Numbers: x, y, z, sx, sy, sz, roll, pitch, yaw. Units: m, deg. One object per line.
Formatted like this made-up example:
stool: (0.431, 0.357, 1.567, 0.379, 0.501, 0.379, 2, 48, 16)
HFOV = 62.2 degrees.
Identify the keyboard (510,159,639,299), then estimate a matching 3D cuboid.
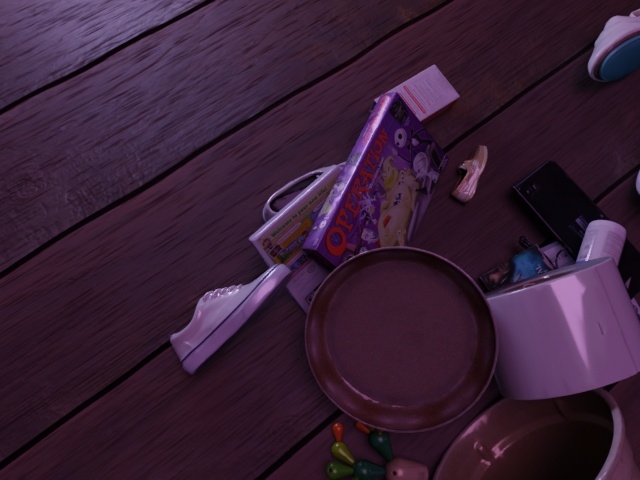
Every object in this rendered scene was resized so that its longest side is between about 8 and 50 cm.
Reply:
keyboard: (0.500, 0.004, 1.064, 0.202, 0.033, 0.317, -35, 79, -15)

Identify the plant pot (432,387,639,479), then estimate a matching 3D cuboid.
plant pot: (0.397, 0.444, 0.827, 0.334, 0.334, 0.305, -41, 94, -16)

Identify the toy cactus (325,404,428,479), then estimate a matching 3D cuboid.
toy cactus: (0.100, 0.390, 0.905, 0.181, 0.112, 0.218, 9, 64, -14)

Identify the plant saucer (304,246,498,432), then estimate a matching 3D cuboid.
plant saucer: (0.130, 0.161, 0.877, 0.311, 0.050, 0.310, 1, 96, 12)

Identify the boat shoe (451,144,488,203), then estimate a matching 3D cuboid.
boat shoe: (0.308, -0.144, 1.101, 0.045, 0.050, 0.135, 24, 73, -6)

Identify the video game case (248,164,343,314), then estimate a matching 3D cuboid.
video game case: (0.000, 0.000, 0.980, 0.212, 0.023, 0.193, -42, 120, -15)

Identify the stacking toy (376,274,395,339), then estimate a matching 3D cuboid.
stacking toy: (0.148, 0.180, 0.930, 0.221, 0.052, 0.167, 38, 105, -5)

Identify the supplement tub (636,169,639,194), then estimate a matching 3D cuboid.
supplement tub: (0.821, -0.105, 1.079, 0.272, 0.191, 0.191, 33, 73, 3)

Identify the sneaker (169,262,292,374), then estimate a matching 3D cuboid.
sneaker: (-0.163, 0.119, 0.914, 0.258, 0.094, 0.091, -43, 81, 5)

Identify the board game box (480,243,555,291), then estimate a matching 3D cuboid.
board game box: (0.412, 0.117, 1.021, 0.126, 0.026, 0.186, -34, 79, 16)

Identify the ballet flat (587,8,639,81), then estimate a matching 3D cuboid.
ballet flat: (0.736, -0.472, 1.221, 0.400, 0.139, 0.139, -23, 78, -17)

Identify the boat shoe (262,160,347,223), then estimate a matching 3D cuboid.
boat shoe: (0.012, -0.101, 1.032, 0.268, 0.088, 0.096, -20, 77, -12)

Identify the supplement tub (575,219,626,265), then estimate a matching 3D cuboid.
supplement tub: (0.532, 0.023, 1.008, 0.071, 0.071, 0.107, 27, 72, 1)

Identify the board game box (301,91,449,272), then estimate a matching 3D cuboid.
board game box: (0.116, -0.078, 1.001, 0.208, 0.056, 0.346, 38, 70, -32)

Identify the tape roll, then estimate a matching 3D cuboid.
tape roll: (0.391, 0.144, 0.885, 0.246, 0.246, 0.169, -17, 83, -11)

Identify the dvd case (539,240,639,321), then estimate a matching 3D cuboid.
dvd case: (0.531, 0.109, 1.067, 0.179, 0.029, 0.238, -21, 77, -12)

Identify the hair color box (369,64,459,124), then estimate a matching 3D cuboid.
hair color box: (0.199, -0.290, 1.128, 0.167, 0.053, 0.093, -33, 82, -16)
